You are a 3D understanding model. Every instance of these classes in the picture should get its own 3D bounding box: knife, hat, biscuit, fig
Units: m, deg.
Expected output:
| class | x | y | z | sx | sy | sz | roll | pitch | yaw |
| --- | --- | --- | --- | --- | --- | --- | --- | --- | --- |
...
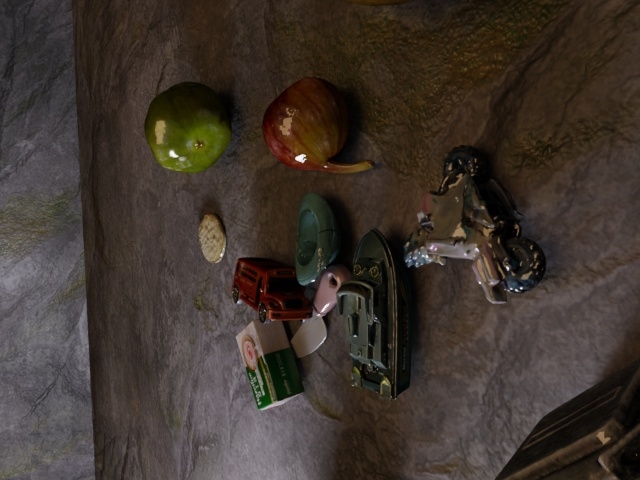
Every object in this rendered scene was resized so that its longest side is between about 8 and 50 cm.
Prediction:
| class | x | y | z | sx | sy | sz | roll | pitch | yaw |
| --- | --- | --- | --- | --- | --- | --- | --- | --- | --- |
| knife | -0.005 | 0.177 | 1.104 | 0.081 | 0.043 | 0.336 | 52 | 137 | 27 |
| hat | 0.000 | 0.000 | 1.026 | 0.138 | 0.078 | 0.190 | 162 | 112 | -63 |
| biscuit | -0.315 | -0.007 | 1.455 | 0.152 | 0.020 | 0.152 | 10 | 104 | 49 |
| fig | -0.356 | -0.328 | 1.305 | 0.233 | 0.233 | 0.314 | -45 | 56 | 44 |
| fig | -0.012 | -0.193 | 0.965 | 0.175 | 0.175 | 0.207 | -28 | 93 | 49 |

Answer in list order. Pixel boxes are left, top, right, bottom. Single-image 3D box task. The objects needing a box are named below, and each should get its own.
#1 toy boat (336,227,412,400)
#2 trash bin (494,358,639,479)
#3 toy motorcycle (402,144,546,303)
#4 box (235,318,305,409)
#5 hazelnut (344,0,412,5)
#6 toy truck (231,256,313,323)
| class | x | y | z | sx | sy | sz | roll | pitch | yaw |
| --- | --- | --- | --- | --- | --- | --- | --- | --- | --- |
| toy boat | 0.096 | 0.126 | 0.892 | 0.114 | 0.122 | 0.296 | 2 | 97 | 51 |
| trash bin | 0.384 | 0.322 | 0.479 | 0.381 | 0.295 | 0.259 | 52 | 132 | 19 |
| toy motorcycle | 0.208 | 0.000 | 0.759 | 0.204 | 0.108 | 0.239 | -47 | 35 | 38 |
| box | -0.124 | 0.293 | 1.210 | 0.135 | 0.081 | 0.199 | -46 | 58 | 52 |
| hazelnut | 0.075 | -0.511 | 0.634 | 0.420 | 0.353 | 0.421 | 62 | 180 | 0 |
| toy truck | -0.112 | 0.107 | 1.130 | 0.253 | 0.108 | 0.114 | 15 | 101 | 60 |
